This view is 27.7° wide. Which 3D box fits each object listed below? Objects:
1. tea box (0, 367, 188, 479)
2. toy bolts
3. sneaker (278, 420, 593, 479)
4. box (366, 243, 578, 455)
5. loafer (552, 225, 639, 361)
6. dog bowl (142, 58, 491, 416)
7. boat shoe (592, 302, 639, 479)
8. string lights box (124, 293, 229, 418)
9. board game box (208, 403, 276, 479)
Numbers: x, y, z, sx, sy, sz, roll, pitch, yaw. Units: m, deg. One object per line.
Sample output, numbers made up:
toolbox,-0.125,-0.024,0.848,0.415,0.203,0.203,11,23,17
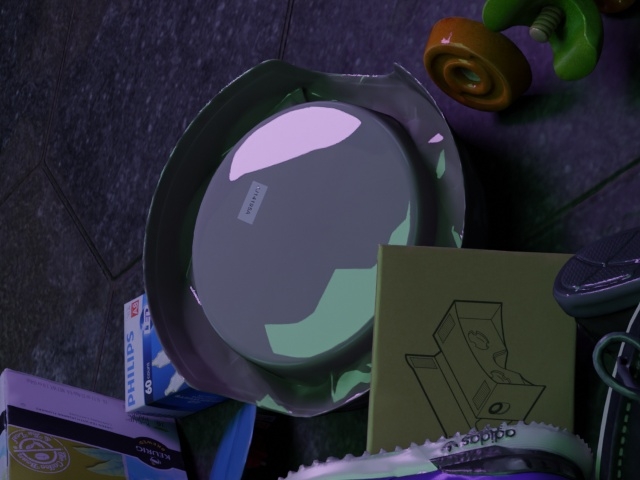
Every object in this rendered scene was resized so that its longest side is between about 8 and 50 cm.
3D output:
tea box,-0.296,0.377,1.383,0.329,0.220,0.323,-61,26,19
toy bolts,0.146,-0.244,1.105,0.158,0.228,0.218,-57,6,-21
sneaker,0.055,0.232,0.932,0.293,0.102,0.146,-22,37,26
box,0.122,0.106,1.037,0.164,0.021,0.201,3,87,10
loafer,0.304,0.030,0.892,0.302,0.095,0.109,-13,29,48
dog bowl,0.000,0.000,1.197,0.348,0.102,0.349,-11,70,31
boat shoe,0.257,0.068,0.745,0.187,0.156,0.500,40,139,24
string lights box,-0.114,0.100,1.402,0.259,0.076,0.133,-26,60,45
board game box,-0.082,0.238,1.339,0.169,0.033,0.133,126,159,-58
